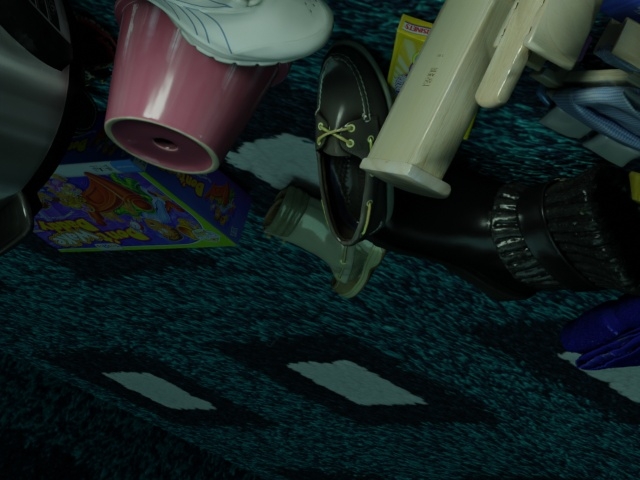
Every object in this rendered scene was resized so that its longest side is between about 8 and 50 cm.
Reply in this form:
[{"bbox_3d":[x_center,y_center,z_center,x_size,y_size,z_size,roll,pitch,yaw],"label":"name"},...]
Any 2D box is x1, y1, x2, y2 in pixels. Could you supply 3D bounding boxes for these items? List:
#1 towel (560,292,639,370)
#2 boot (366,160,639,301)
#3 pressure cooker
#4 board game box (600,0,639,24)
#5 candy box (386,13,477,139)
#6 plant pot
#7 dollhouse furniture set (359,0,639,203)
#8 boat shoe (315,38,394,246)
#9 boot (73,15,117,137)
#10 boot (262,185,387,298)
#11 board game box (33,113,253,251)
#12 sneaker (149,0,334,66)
[{"bbox_3d":[0.450,0.111,2.143,0.227,0.076,0.308,2,168,-13],"label":"towel"},{"bbox_3d":[0.211,-0.035,1.982,0.348,0.131,0.260,24,164,-30],"label":"boot"},{"bbox_3d":[-0.451,-0.185,1.783,0.375,0.370,0.420,14,179,19],"label":"pressure cooker"},{"bbox_3d":[0.351,-0.235,1.393,0.318,0.066,0.318,27,160,-22],"label":"board game box"},{"bbox_3d":[0.123,-0.171,1.846,0.105,0.027,0.206,21,161,5],"label":"candy box"},{"bbox_3d":[-0.139,-0.177,1.839,0.201,0.180,0.201,16,160,6],"label":"plant pot"},{"bbox_3d":[0.241,-0.082,1.602,0.303,0.198,0.286,27,177,-18],"label":"dollhouse furniture set"},{"bbox_3d":[0.033,-0.103,1.885,0.081,0.068,0.228,7,121,30],"label":"boat shoe"},{"bbox_3d":[-0.304,-0.195,2.094,0.178,0.085,0.236,2,154,35],"label":"boot"},{"bbox_3d":[0.000,0.000,2.361,0.165,0.077,0.213,20,156,-5],"label":"boot"},{"bbox_3d":[-0.300,-0.075,2.387,0.347,0.078,0.233,-2,150,39],"label":"board game box"},{"bbox_3d":[-0.121,-0.259,1.689,0.297,0.111,0.129,22,166,-12],"label":"sneaker"}]
